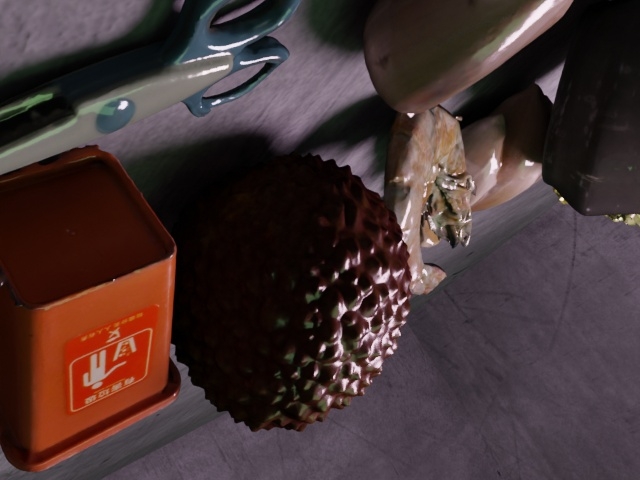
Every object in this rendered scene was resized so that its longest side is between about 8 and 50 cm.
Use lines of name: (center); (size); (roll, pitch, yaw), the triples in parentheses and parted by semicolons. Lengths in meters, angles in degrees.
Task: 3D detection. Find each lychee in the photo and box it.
lychee: (-0.038, 0.048, 0.714); (0.276, 0.304, 0.275); (-3, 135, -3)

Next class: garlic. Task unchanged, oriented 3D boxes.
garlic: (0.271, -0.121, 1.105); (0.279, 0.132, 0.325); (-27, 171, -48)
garlic: (0.130, -0.174, 0.540); (0.267, 0.128, 0.148); (-8, -142, 55)

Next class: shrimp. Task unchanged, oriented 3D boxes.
shrimp: (0.143, -0.039, 0.891); (0.085, 0.246, 0.360); (5, 163, 23)

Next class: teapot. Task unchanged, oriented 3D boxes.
teapot: (0.504, -0.187, 0.871); (0.305, 0.362, 0.375); (11, 94, -69)

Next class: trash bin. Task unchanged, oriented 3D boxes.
trash bin: (-0.208, 0.045, 0.551); (0.161, 0.184, 0.238); (-23, 152, -34)

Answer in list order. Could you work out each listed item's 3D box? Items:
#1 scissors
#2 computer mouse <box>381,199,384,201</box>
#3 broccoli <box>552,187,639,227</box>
scissors: (-0.135, -0.097, 0.451); (0.289, 0.041, 0.138); (-31, 165, -23)
computer mouse: (0.000, 0.000, 0.988); (0.270, 0.086, 0.137); (-26, 172, 5)
broccoli: (0.556, -0.194, 1.323); (0.281, 0.348, 0.293); (10, 101, -26)
